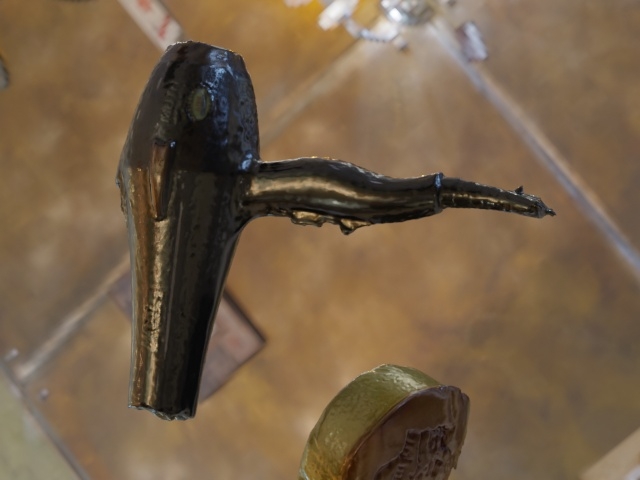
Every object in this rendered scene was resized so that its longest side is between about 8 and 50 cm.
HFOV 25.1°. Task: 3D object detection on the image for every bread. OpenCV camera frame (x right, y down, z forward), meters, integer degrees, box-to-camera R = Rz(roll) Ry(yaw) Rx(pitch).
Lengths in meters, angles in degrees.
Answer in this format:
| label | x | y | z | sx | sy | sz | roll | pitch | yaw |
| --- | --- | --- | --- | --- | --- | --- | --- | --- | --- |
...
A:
| label | x | y | z | sx | sy | sz | roll | pitch | yaw |
| --- | --- | --- | --- | --- | --- | --- | --- | --- | --- |
| bread | 0.050 | 0.162 | 1.140 | 0.156 | 0.086 | 0.125 | -37 | -42 | -27 |

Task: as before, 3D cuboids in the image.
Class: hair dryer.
| label | x | y | z | sx | sy | sz | roll | pitch | yaw |
| --- | --- | --- | --- | --- | --- | --- | --- | --- | --- |
| hair dryer | 0.000 | 0.000 | 1.114 | 0.360 | 0.303 | 0.120 | 3 | -6 | 21 |
